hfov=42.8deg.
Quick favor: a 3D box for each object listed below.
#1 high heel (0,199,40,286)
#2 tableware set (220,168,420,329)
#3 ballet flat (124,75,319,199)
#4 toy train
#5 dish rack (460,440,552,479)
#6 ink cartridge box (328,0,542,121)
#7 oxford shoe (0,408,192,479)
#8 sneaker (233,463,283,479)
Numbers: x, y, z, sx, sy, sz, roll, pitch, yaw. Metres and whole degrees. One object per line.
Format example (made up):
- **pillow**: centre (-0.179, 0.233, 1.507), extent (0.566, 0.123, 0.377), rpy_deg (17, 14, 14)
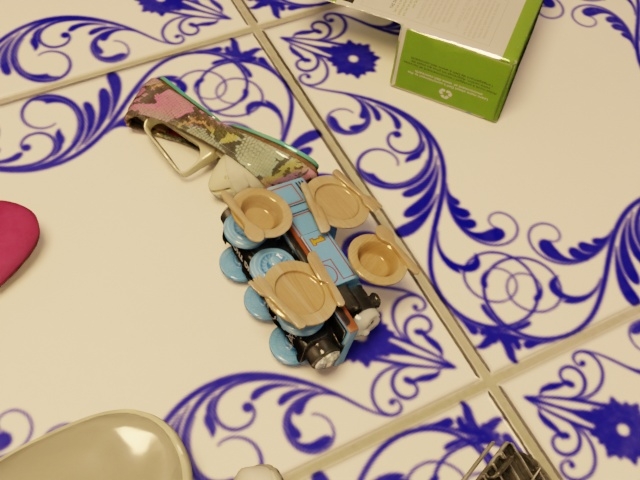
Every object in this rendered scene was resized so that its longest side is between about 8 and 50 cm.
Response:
- **high heel**: centre (-0.423, 0.015, 0.647), extent (0.377, 0.181, 0.127), rpy_deg (-23, 62, -19)
- **tableware set**: centre (0.000, 0.000, 0.711), extent (0.169, 0.020, 0.141), rpy_deg (-18, 61, -33)
- **ballet flat**: centre (-0.107, -0.090, 0.822), extent (0.222, 0.077, 0.079), rpy_deg (30, 77, 20)
- **toy train**: centre (-0.019, 0.030, 0.742), extent (0.105, 0.080, 0.184), rpy_deg (-22, 61, -25)
- **dish rack**: centre (0.099, 0.277, 0.542), extent (0.271, 0.074, 0.208), rpy_deg (-36, 98, -40)
- **ink cartridge box**: centre (0.117, -0.270, 0.943), extent (0.255, 0.097, 0.188), rpy_deg (21, 57, 10)
- **oxford shoe**: centre (-0.277, 0.261, 0.533), extent (0.449, 0.130, 0.169), rpy_deg (-31, 63, -24)
- **sneaker**: centre (-0.075, 0.293, 0.546), extent (0.129, 0.111, 0.297), rpy_deg (5, 56, 4)
